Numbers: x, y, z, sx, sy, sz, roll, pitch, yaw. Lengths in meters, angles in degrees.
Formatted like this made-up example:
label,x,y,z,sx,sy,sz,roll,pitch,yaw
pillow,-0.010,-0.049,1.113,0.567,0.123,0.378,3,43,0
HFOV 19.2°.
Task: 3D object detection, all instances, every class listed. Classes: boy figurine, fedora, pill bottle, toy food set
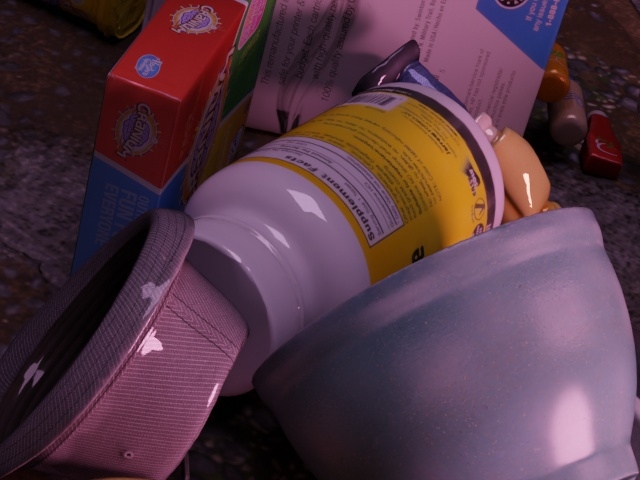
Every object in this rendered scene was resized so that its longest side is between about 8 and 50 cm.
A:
label,x,y,z,sx,sy,sz,roll,pitch,yaw
boy figurine,0.148,-0.052,1.774,0.092,0.177,0.285,-40,85,-24
fedora,-0.148,0.104,1.399,0.124,0.275,0.244,37,41,-15
pill bottle,0.000,0.000,1.602,0.188,0.188,0.334,32,37,22
toy food set,0.320,-0.136,1.980,0.232,0.111,0.104,13,35,-6

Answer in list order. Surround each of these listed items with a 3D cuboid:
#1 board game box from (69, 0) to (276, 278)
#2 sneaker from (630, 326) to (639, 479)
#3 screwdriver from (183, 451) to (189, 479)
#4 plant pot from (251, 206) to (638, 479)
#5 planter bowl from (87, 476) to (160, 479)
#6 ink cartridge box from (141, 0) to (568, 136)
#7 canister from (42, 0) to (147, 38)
label,x,y,z,sx,sy,sz,roll,pitch,yaw
board game box,-0.123,-0.109,1.663,0.064,0.242,0.316,19,36,5
sneaker,0.270,0.110,1.643,0.146,0.105,0.296,-1,40,-31
screwdriver,-0.109,0.134,1.531,0.025,0.024,0.170,29,32,-34
plant pot,0.121,0.130,1.430,0.293,0.293,0.196,-16,72,-36
planter bowl,-0.125,0.267,1.277,0.217,0.090,0.217,11,36,-8
ink cartridge box,0.033,-0.252,1.877,0.394,0.285,0.166,12,34,-5
canister,-0.263,-0.300,1.971,0.170,0.126,0.073,25,36,16
